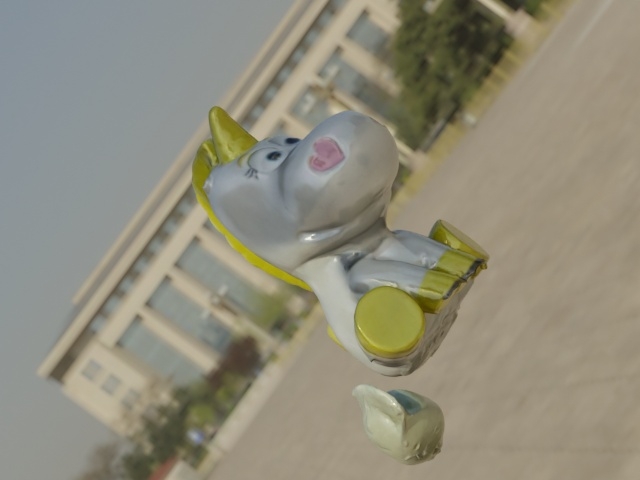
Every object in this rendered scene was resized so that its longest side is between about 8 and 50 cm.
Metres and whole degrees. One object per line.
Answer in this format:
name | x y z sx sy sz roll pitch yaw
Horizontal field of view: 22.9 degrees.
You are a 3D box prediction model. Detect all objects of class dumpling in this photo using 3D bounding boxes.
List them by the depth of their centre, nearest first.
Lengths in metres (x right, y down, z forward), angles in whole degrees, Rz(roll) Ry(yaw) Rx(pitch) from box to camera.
dumpling | 0.044 0.107 0.950 0.077 0.059 0.043 9 -70 -58

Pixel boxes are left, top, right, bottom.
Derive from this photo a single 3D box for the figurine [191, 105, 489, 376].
figurine | 0.002 -0.004 0.845 0.129 0.178 0.109 -30 16 51
